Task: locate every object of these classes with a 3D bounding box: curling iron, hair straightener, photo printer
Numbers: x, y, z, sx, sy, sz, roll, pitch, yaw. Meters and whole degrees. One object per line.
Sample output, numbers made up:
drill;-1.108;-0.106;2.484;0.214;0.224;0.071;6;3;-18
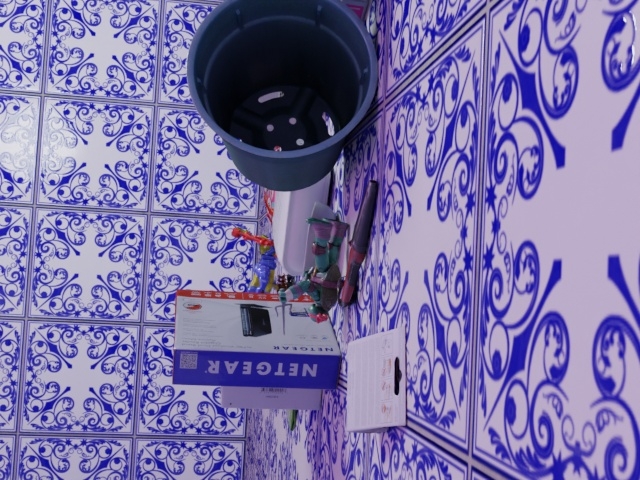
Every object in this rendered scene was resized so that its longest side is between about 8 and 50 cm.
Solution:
curling iron;0.063;0.010;1.511;0.068;0.035;0.274;-99;15;-53
hair straightener;-0.108;0.142;2.511;0.230;0.047;0.089;-173;87;-83
photo printer;-0.051;-0.084;2.047;0.256;0.107;0.307;-105;20;-59

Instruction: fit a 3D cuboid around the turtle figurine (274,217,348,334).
turtle figurine;-0.008;0.074;1.673;0.175;0.118;0.234;-25;-51;-79

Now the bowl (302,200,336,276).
bowl;0.000;0.000;1.809;0.142;0.053;0.142;-78;-3;-63

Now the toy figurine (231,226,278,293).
toy figurine;-0.198;0.090;2.517;0.362;0.191;0.217;-160;86;-81

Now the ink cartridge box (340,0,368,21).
ink cartridge box;0.038;-0.456;1.791;0.311;0.065;0.186;104;167;-57

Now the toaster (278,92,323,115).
toaster;-0.039;-0.414;2.099;0.186;0.110;0.168;-102;19;-61

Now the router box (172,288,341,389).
router box;-0.142;0.205;1.794;0.301;0.335;0.082;-114;29;-69

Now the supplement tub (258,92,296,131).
supplement tub;-0.136;-0.455;2.348;0.316;0.228;0.228;-98;14;-49

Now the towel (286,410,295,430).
towel;-0.079;0.434;2.318;0.152;0.023;0.113;-110;22;-63

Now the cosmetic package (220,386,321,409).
cosmetic package;-0.117;0.275;1.951;0.225;0.224;0.138;-114;28;-70

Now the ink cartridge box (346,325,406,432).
ink cartridge box;0.096;0.212;1.270;0.179;0.045;0.145;-27;57;58

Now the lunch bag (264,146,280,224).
lunch bag;-0.091;-0.133;2.332;0.293;0.120;0.258;-124;34;-74

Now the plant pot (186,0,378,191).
plant pot;-0.071;-0.266;1.652;0.334;0.341;0.341;96;176;-76

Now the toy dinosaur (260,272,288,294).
toy dinosaur;-0.107;0.236;2.199;0.218;0.164;0.322;78;166;-57
